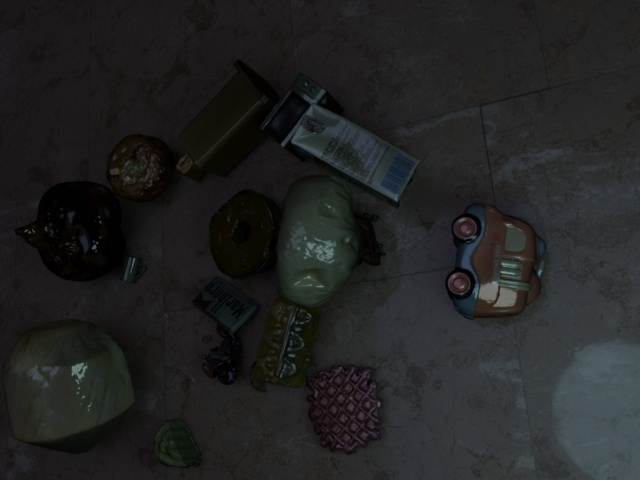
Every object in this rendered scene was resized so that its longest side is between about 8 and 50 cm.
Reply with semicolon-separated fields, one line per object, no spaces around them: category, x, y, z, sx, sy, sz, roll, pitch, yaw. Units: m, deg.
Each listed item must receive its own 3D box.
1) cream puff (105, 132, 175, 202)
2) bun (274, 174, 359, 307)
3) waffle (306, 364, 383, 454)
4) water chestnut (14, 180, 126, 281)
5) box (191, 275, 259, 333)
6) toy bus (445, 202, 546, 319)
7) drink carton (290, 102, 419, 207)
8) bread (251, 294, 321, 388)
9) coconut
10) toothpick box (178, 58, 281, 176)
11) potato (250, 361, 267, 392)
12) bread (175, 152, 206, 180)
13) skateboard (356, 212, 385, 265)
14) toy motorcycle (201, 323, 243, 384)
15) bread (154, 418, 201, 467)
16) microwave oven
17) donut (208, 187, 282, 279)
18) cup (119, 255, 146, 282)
cream puff;-0.588;-0.237;2.062;0.240;0.164;0.240;1;93;20
bun;0.000;0.000;1.671;0.210;0.360;0.360;5;80;2
waffle;0.064;0.449;1.671;0.221;0.055;0.234;-13;74;22
water chestnut;-0.803;-0.029;2.019;0.335;0.347;0.335;1;91;32
box;-0.285;0.190;1.867;0.177;0.036;0.115;30;61;29
toy bus;0.425;0.056;1.524;0.232;0.194;0.288;8;82;18
drink carton;0.098;-0.222;1.670;0.324;0.194;0.132;29;90;4
bread;-0.088;0.274;1.738;0.152;0.130;0.268;16;82;-7
coconut;-0.763;0.449;1.892;0.415;0.344;0.416;29;126;52
toothpick box;-0.268;-0.362;1.936;0.308;0.190;0.187;-41;67;15
potato;-0.191;0.400;1.809;0.036;0.037;0.093;-31;68;20
bread;-0.408;-0.233;1.996;0.053;0.132;0.074;39;96;15
skateboard;0.127;0.001;1.742;0.080;0.067;0.151;-18;75;30
toy motorcycle;-0.291;0.320;1.848;0.118;0.084;0.213;-9;65;26
bread;-0.431;0.617;1.833;0.110;0.103;0.156;-36;60;8
microwave oven;-0.049;-0.355;1.839;0.129;0.163;0.205;41;98;27
donut;-0.203;-0.018;1.839;0.272;0.107;0.272;1;91;40
cup;-0.620;0.097;2.070;0.054;0.074;0.083;8;84;63
